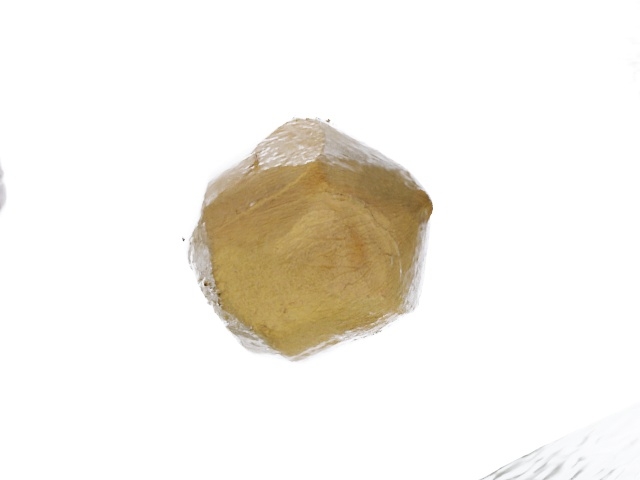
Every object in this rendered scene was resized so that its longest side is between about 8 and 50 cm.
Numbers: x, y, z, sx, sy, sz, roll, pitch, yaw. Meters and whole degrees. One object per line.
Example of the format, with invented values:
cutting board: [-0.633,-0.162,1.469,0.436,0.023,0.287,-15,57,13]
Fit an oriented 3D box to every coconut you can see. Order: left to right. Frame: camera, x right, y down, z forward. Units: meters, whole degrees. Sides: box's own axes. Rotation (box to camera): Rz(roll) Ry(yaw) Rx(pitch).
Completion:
coconut: [-0.002,-0.003,1.164,0.162,0.161,0.161,-32,-79,13]

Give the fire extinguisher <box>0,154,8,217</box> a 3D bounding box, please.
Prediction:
fire extinguisher: [-0.271,-0.113,1.135,0.113,0.200,0.376,-7,-76,11]

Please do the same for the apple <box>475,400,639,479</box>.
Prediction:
apple: [0.028,0.162,0.481,0.320,0.360,0.311,16,-117,-25]
